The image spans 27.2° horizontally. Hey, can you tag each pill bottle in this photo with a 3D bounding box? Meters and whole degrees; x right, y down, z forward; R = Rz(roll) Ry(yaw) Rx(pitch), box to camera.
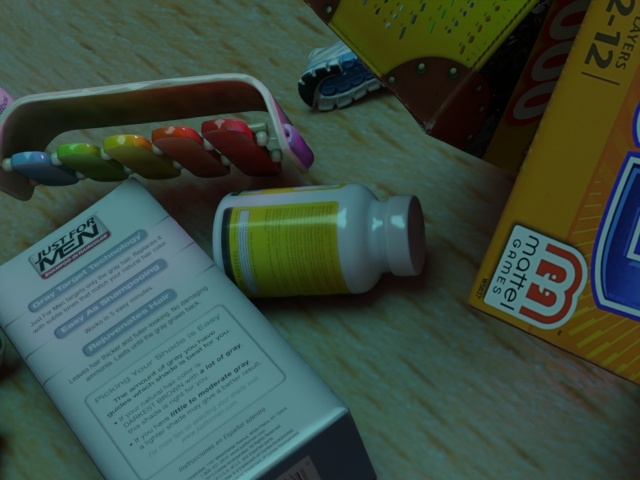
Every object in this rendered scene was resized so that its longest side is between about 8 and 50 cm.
[{"bbox_3d":[0.000,0.000,1.228,0.184,0.103,0.103,-3,49,17],"label":"pill bottle"}]

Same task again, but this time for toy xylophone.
[{"bbox_3d":[-0.161,-0.096,1.324,0.322,0.236,0.081,-6,80,16],"label":"toy xylophone"}]

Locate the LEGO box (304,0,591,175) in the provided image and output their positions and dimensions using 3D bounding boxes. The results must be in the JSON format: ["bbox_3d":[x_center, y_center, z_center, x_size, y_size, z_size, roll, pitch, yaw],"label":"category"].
[{"bbox_3d":[0.272,-0.288,1.049,0.500,0.372,0.193,-50,59,17],"label":"LEGO box"}]

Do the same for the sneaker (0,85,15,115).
[{"bbox_3d":[-0.457,-0.176,1.531,0.297,0.129,0.111,12,57,30],"label":"sneaker"}]

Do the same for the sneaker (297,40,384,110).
[{"bbox_3d":[0.068,-0.202,1.411,0.190,0.071,0.083,-10,42,11],"label":"sneaker"}]

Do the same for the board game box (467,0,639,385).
[{"bbox_3d":[0.382,-0.034,0.856,0.356,0.356,0.356,25,95,35],"label":"board game box"}]

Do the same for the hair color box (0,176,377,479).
[{"bbox_3d":[-0.138,0.119,1.166,0.185,0.114,0.374,-35,48,-13],"label":"hair color box"}]

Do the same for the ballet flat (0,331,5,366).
[{"bbox_3d":[-0.365,0.143,1.237,0.146,0.147,0.409,-11,50,11],"label":"ballet flat"}]
